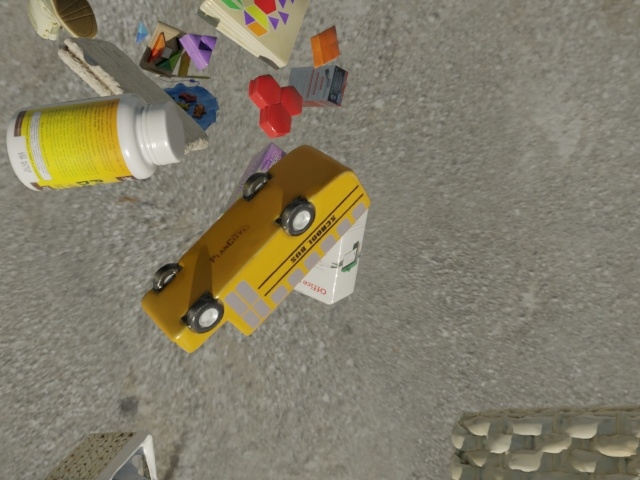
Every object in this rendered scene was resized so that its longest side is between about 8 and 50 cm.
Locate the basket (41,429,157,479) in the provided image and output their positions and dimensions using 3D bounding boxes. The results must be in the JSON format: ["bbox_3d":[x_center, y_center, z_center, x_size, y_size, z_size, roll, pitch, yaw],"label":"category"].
[{"bbox_3d":[-0.322,0.363,1.022,0.103,0.167,0.113,-1,101,11],"label":"basket"}]

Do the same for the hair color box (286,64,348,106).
[{"bbox_3d":[-0.013,-0.389,1.762,0.053,0.167,0.093,15,88,-43],"label":"hair color box"}]

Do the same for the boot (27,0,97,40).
[{"bbox_3d":[-0.581,-0.495,1.552,0.077,0.165,0.213,-37,88,-32],"label":"boot"}]

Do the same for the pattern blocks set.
[{"bbox_3d":[-0.081,-0.323,0.907,0.285,0.026,0.324,43,53,-30],"label":"pattern blocks set"}]

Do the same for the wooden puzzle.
[{"bbox_3d":[-0.226,-0.277,1.016,0.014,0.116,0.078,32,111,27],"label":"wooden puzzle"}]

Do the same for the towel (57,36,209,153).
[{"bbox_3d":[-0.334,-0.259,1.265,0.282,0.187,0.049,44,106,-4],"label":"towel"}]

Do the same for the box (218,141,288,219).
[{"bbox_3d":[-0.097,-0.083,1.760,0.243,0.117,0.213,37,54,-19],"label":"box"}]

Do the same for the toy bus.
[{"bbox_3d":[-0.087,0.015,0.977,0.332,0.108,0.130,-47,142,-9],"label":"toy bus"}]

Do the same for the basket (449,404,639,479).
[{"bbox_3d":[0.304,0.326,0.615,0.266,0.331,0.328,20,68,-28],"label":"basket"}]

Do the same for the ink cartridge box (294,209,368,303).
[{"bbox_3d":[0.000,0.000,1.458,0.160,0.093,0.219,23,116,30],"label":"ink cartridge box"}]

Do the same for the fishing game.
[{"bbox_3d":[-0.333,-0.319,1.662,0.189,0.041,0.264,5,52,-1],"label":"fishing game"}]

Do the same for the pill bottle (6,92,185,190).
[{"bbox_3d":[-0.301,-0.136,0.950,0.215,0.117,0.117,-6,92,7],"label":"pill bottle"}]
